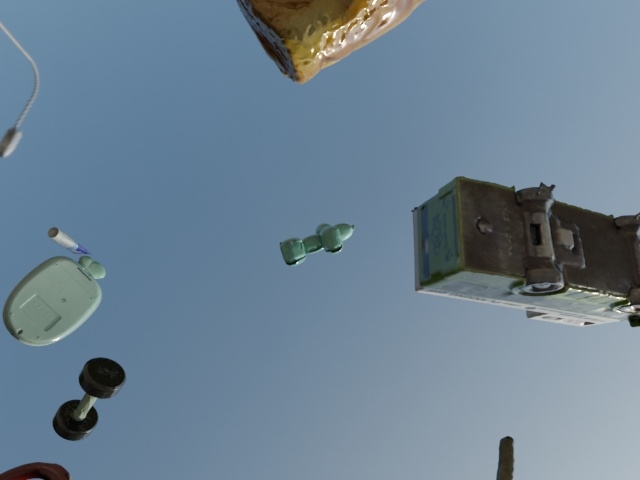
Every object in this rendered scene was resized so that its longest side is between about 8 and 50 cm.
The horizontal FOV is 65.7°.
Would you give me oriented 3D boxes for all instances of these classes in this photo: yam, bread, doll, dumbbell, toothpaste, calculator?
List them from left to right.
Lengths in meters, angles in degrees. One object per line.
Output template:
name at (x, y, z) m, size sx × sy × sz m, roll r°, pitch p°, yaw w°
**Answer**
calculator at (-0.672, 0.141, 1.279) m, size 0.042 × 0.184 × 0.295 m, roll -25°, pitch -158°, yaw 36°
toothpaste at (-0.329, 0.005, 0.647) m, size 0.024 × 0.083 × 0.015 m, roll 1°, pitch -111°, yaw 2°
dumbbell at (-0.541, 0.371, 1.158) m, size 0.100 × 0.100 × 0.191 m, roll 45°, pitch -70°, yaw 25°
doll at (0.000, 0.000, 1.015) m, size 0.159 × 0.158 × 0.059 m, roll -19°, pitch -85°, yaw 0°
bread at (0.043, -0.333, 0.605) m, size 0.294 × 0.132 × 0.167 m, roll -37°, pitch -87°, yaw 2°
yam at (0.188, 0.327, 0.522) m, size 0.029 × 0.027 × 0.234 m, roll 12°, pitch -117°, yaw 7°

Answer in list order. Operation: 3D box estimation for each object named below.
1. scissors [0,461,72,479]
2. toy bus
scissors at (-0.211, 0.202, 0.191) m, size 0.247 × 0.017 × 0.144 m, roll -19°, pitch -132°, yaw -34°
toy bus at (0.236, 0.023, 0.528) m, size 0.301 × 0.139 × 0.113 m, roll 12°, pitch -113°, yaw -22°
